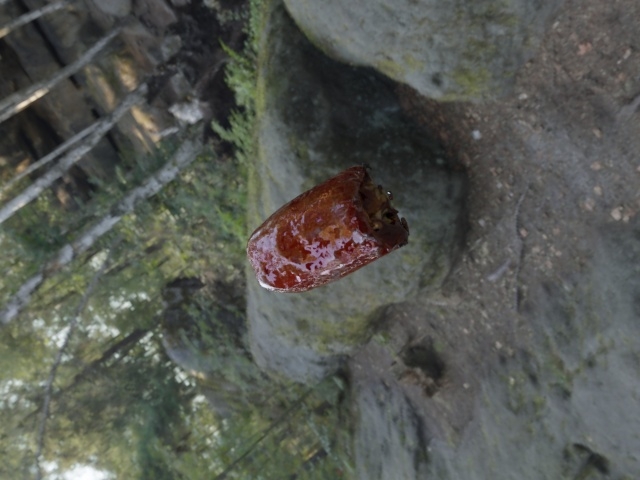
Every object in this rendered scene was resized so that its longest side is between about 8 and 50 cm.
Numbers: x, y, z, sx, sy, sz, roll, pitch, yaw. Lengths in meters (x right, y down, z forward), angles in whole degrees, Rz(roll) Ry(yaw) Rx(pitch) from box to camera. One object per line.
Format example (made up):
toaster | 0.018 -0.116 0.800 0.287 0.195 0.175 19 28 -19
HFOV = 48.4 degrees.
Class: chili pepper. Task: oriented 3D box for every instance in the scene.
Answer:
chili pepper | 0.000 0.000 0.548 0.073 0.070 0.123 32 136 -34
